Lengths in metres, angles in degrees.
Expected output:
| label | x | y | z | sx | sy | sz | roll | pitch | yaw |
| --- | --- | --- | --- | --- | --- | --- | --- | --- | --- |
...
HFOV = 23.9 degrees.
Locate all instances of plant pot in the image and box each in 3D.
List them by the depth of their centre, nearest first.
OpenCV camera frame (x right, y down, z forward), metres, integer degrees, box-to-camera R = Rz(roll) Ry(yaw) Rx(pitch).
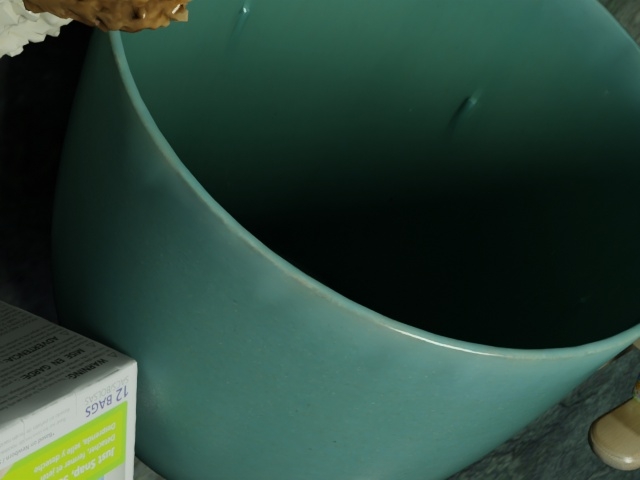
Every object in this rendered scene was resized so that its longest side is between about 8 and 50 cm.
| label | x | y | z | sx | sy | sz | roll | pitch | yaw |
| --- | --- | --- | --- | --- | --- | --- | --- | --- | --- |
| plant pot | 0.000 | 0.000 | 0.745 | 0.293 | 0.293 | 0.235 | -16 | 151 | -39 |

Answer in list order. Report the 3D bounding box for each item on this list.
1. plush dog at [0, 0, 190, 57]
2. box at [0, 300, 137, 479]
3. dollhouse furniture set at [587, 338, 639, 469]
| label | x | y | z | sx | sy | sz | roll | pitch | yaw |
| --- | --- | --- | --- | --- | --- | --- | --- | --- | --- |
| plush dog | -0.102 | -0.183 | 0.540 | 0.225 | 0.211 | 0.262 | -64 | 156 | -23 |
| box | -0.158 | 0.143 | 0.673 | 0.114 | 0.103 | 0.203 | -26 | 128 | -50 |
| dollhouse furniture set | 0.136 | 0.002 | 0.924 | 0.161 | 0.242 | 0.212 | -24 | 140 | -31 |
